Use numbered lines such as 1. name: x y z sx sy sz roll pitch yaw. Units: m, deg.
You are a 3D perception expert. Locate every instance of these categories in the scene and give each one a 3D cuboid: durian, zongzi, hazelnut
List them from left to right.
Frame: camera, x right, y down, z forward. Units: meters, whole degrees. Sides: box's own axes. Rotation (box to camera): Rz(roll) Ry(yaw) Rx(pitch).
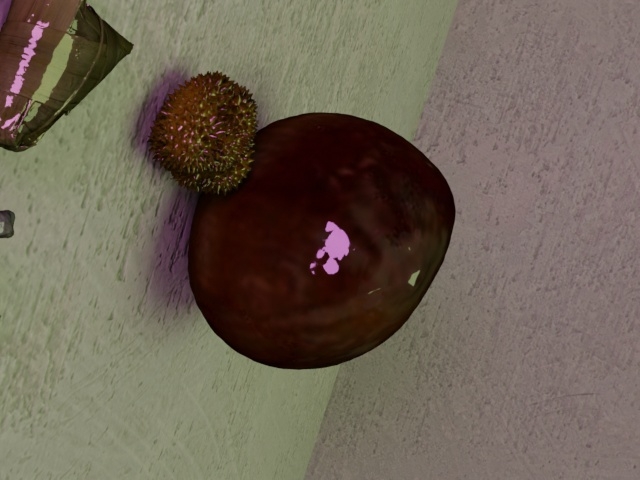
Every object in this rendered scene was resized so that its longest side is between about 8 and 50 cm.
1. zongzi: -0.250 -0.150 0.720 0.160 0.079 0.176 -64 171 -2
2. durian: -0.147 -0.135 0.965 0.158 0.137 0.168 115 -10 -59
3. hazelnut: 0.000 0.000 1.122 0.352 0.421 0.421 58 41 -20

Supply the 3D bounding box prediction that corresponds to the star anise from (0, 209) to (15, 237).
1. star anise: -0.336 0.002 0.541 0.282 0.129 0.212 -62 178 -17
